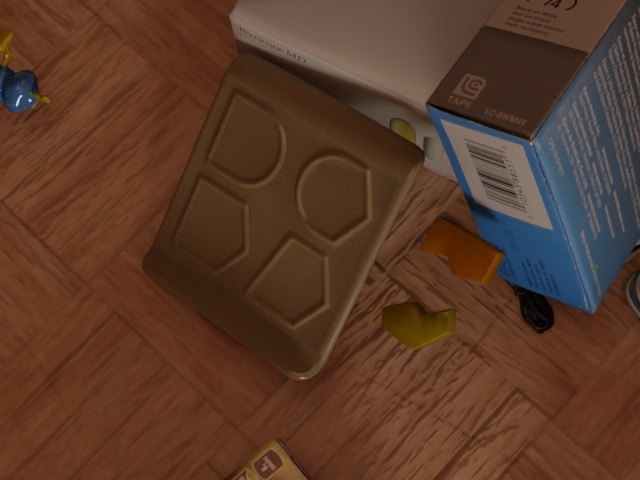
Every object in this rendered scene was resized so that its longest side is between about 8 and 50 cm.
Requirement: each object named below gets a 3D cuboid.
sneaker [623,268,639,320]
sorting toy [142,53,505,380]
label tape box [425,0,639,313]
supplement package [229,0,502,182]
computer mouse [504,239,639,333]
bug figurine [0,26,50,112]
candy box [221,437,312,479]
[{"bbox_3d":[0.326,0.082,1.045,0.053,0.059,0.144,-36,76,-10],"label":"sneaker"},{"bbox_3d":[0.000,0.000,1.028,0.307,0.041,0.229,33,104,25],"label":"sorting toy"},{"bbox_3d":[0.247,-0.143,0.991,0.106,0.240,0.334,23,67,36],"label":"label tape box"},{"bbox_3d":[0.081,-0.204,1.095,0.262,0.145,0.204,26,76,10],"label":"supplement package"},{"bbox_3d":[0.255,-0.002,1.084,0.193,0.042,0.106,-27,70,0],"label":"computer mouse"},{"bbox_3d":[-0.392,-0.086,1.117,0.216,0.072,0.279,25,81,15],"label":"bug figurine"},{"bbox_3d":[-0.099,0.336,0.972,0.316,0.087,0.183,-39,76,-9],"label":"candy box"}]
